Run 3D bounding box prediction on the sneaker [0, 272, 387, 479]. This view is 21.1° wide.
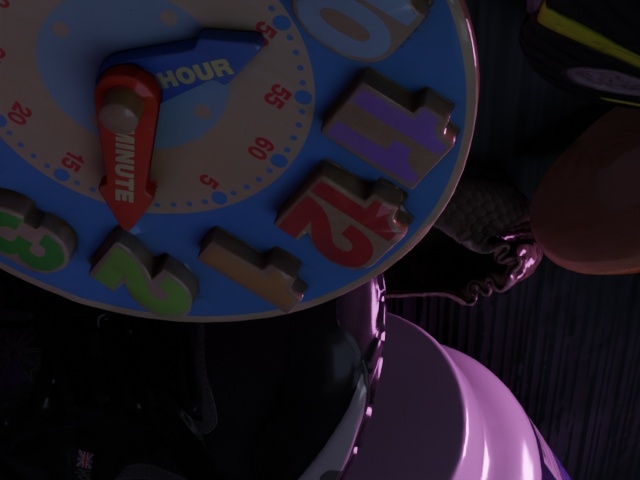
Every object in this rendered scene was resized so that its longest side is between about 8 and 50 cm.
[{"bbox_3d":[-0.079,0.062,0.700,0.124,0.107,0.283,11,157,-25],"label":"sneaker"}]

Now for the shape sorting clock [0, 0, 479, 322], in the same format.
[{"bbox_3d":[-0.056,-0.049,0.510,0.206,0.040,0.206,5,135,5],"label":"shape sorting clock"}]

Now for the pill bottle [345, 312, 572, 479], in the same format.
[{"bbox_3d":[0.049,0.140,0.873,0.153,0.153,0.264,-30,147,6],"label":"pill bottle"}]

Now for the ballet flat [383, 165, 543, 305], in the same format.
[{"bbox_3d":[0.000,0.000,0.773,0.250,0.058,0.084,4,133,-33],"label":"ballet flat"}]

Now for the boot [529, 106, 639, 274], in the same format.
[{"bbox_3d":[0.250,-0.008,0.870,0.295,0.104,0.211,-26,143,-7],"label":"boot"}]

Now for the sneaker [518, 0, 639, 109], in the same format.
[{"bbox_3d":[0.138,-0.136,0.620,0.145,0.147,0.385,11,171,22],"label":"sneaker"}]
